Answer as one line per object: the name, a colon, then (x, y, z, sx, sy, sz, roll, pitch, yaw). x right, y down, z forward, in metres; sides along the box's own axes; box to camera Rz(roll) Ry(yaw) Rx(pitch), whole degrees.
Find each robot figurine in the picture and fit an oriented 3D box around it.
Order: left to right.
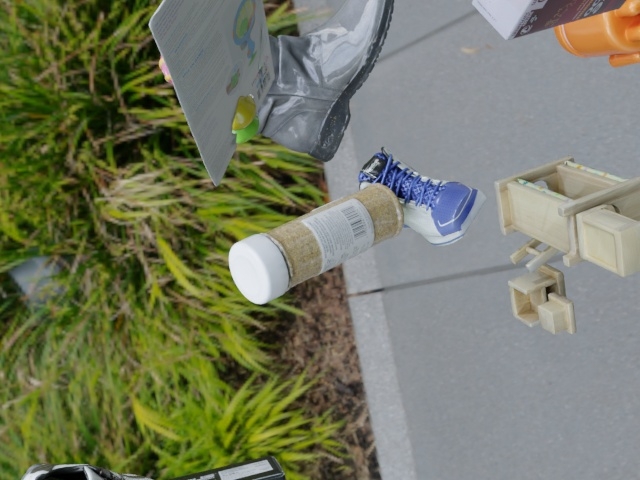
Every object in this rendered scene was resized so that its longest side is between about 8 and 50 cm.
robot figurine: (0.477, -0.373, 1.349, 0.219, 0.158, 0.128, 21, 96, 68)

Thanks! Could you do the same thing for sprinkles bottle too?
sprinkles bottle: (0.000, 0.000, 1.535, 0.121, 0.355, 0.121, 30, 132, 40)

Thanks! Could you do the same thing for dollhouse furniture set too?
dollhouse furniture set: (0.265, 0.023, 0.759, 0.182, 0.101, 0.161, -141, 35, -62)

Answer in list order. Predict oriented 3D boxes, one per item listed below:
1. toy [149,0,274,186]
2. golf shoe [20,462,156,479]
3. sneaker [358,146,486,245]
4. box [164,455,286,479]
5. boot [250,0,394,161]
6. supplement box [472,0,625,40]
toy: (-0.099, -0.163, 0.691, 0.056, 0.137, 0.237, 19, 158, 16)
golf shoe: (-0.266, 0.317, 0.989, 0.094, 0.198, 0.077, 137, 141, -59)
sneaker: (0.176, -0.097, 1.673, 0.127, 0.182, 0.315, -58, 27, -7)
box: (-0.116, 0.319, 0.829, 0.077, 0.180, 0.147, 175, 84, -77)
boot: (-0.034, -0.293, 1.228, 0.118, 0.222, 0.338, -107, 36, -67)
supplement box: (0.311, -0.333, 0.985, 0.073, 0.239, 0.130, 54, 145, 20)
